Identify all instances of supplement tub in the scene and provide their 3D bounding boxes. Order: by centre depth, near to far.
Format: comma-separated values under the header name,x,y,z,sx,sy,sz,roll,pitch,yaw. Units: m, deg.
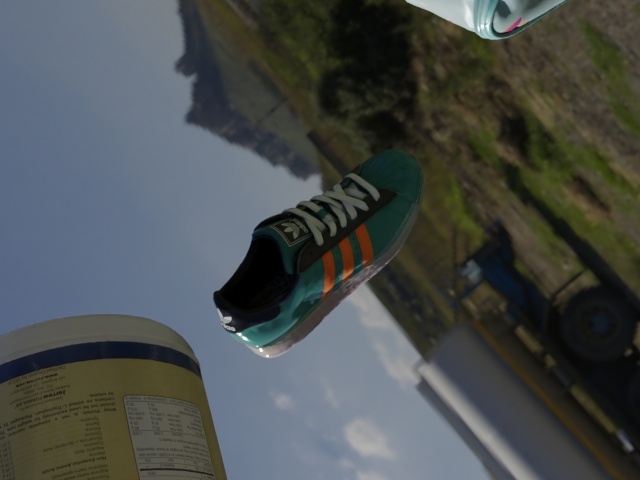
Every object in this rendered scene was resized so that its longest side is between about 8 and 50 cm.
name,x,y,z,sx,sy,sz,roll,pitch,yaw
supplement tub,-0.178,0.243,0.895,0.228,0.228,0.316,40,-152,-57

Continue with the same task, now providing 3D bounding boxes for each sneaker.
name,x,y,z,sx,sy,sz,roll,pitch,yaw
sneaker,0.000,0.000,1.312,0.108,0.302,0.121,38,175,37

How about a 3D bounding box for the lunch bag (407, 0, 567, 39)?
name,x,y,z,sx,sy,sz,roll,pitch,yaw
lunch bag,0.174,-0.304,0.844,0.108,0.279,0.224,34,-137,25
